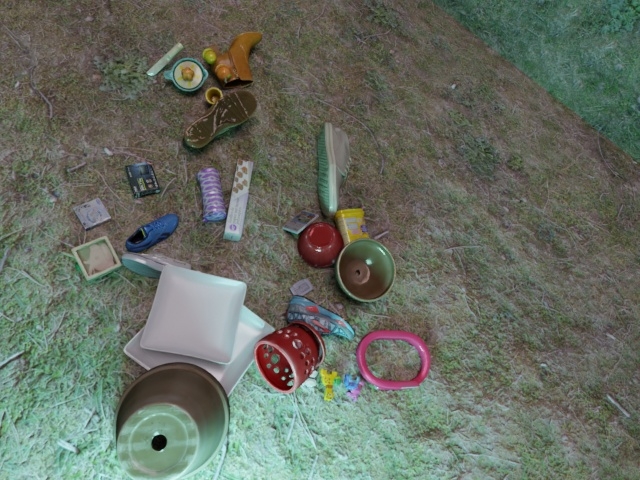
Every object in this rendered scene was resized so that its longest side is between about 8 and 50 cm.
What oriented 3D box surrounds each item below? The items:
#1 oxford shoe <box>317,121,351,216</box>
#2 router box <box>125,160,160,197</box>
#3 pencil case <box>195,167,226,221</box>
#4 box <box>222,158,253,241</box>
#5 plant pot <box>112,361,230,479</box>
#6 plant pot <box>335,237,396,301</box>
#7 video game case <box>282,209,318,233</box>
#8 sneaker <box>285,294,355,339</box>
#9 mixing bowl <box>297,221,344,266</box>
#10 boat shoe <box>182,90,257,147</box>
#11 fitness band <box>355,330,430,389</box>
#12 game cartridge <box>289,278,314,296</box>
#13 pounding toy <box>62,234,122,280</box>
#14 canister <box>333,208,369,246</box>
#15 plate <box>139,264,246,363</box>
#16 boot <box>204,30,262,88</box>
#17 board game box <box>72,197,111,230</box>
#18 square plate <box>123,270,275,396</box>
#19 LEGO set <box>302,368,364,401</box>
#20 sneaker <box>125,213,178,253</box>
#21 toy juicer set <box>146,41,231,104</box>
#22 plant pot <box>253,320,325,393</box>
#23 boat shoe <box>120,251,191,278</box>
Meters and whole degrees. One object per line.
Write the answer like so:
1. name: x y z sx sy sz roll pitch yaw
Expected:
1. oxford shoe: 0.063 -0.298 1.830 0.130 0.169 0.450 10 58 -16
2. router box: -0.645 -0.221 1.621 0.092 0.038 0.122 -18 73 -24
3. pencil case: -0.405 -0.167 1.656 0.088 0.086 0.206 -17 68 11
4. box: -0.310 -0.156 1.690 0.063 0.067 0.324 11 62 -13
5. plant pot: -0.405 0.503 1.188 0.323 0.280 0.323 2 81 -11
6. plant pot: 0.157 0.116 1.684 0.237 0.110 0.237 4 77 -17
7. video game case: -0.077 -0.072 1.729 0.087 0.011 0.122 19 49 42
8. sneaker: -0.005 0.299 1.580 0.261 0.104 0.125 28 78 0
9. mixing bowl: 0.000 0.000 1.676 0.181 0.098 0.182 0 69 0
10. boat shoe: -0.404 -0.474 1.771 0.342 0.123 0.123 -45 110 -20
11. fitness band: 0.267 0.433 1.623 0.290 0.054 0.209 6 62 -17
12. game cartridge: -0.071 0.176 1.645 0.083 0.017 0.056 -27 81 -27
13. pounding toy: -0.737 0.058 1.439 0.141 0.100 0.130 -27 91 -25
14. canister: 0.128 -0.034 1.777 0.126 0.073 0.170 -5 70 -20
15. plate: -0.396 0.236 1.424 0.277 0.045 0.278 15 61 -14
16. boot: -0.340 -0.782 1.959 0.295 0.104 0.211 -29 83 -22
17. board game box: -0.778 -0.090 1.525 0.090 0.020 0.090 -30 78 -27
18. square plate: -0.378 0.324 1.443 0.344 0.049 0.347 38 57 0
19. LEGO set: 0.045 0.494 1.496 0.227 0.087 0.093 15 62 -10
20. sneaker: -0.573 -0.032 1.535 0.069 0.082 0.209 44 59 7
21. toy juicer set: -0.521 -0.706 1.817 0.329 0.089 0.209 25 89 -5
22. plant pot: -0.094 0.366 1.445 0.191 0.191 0.174 51 43 8
23. boat shoe: -0.547 0.080 1.501 0.226 0.083 0.076 24 50 -20
